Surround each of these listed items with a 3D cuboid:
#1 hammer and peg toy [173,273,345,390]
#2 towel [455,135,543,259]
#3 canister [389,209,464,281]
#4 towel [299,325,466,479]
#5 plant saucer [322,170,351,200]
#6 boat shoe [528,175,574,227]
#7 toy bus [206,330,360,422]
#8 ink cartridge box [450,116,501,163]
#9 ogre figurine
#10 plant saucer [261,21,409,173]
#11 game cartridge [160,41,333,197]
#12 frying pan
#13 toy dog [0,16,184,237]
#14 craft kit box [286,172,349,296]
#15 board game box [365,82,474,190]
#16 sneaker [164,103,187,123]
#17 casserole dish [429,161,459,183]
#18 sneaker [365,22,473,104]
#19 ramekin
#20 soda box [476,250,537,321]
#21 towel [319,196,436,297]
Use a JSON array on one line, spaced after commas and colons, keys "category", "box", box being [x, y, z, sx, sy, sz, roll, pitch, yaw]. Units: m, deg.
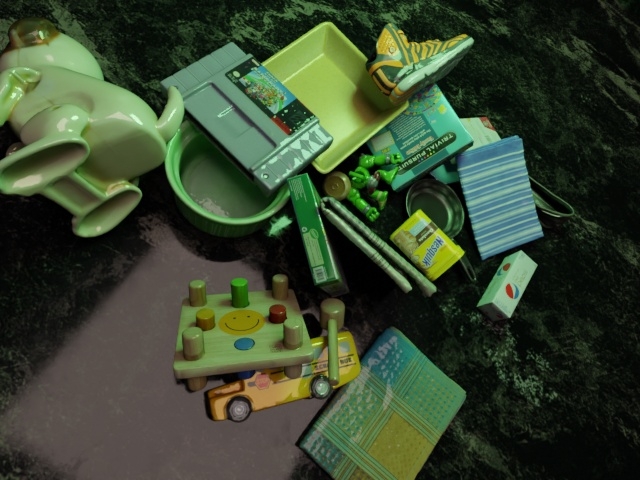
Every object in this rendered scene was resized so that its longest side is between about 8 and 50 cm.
[{"category": "hammer and peg toy", "box": [-0.106, 0.175, 0.859, 0.362, 0.266, 0.127, -3, 113, -12]}, {"category": "towel", "box": [0.554, -0.134, 1.275, 0.243, 0.040, 0.335, -18, 96, -16]}, {"category": "canister", "box": [0.293, 0.012, 1.158, 0.170, 0.073, 0.126, 46, 105, 4]}, {"category": "towel", "box": [0.160, 0.426, 0.997, 0.271, 0.040, 0.370, 43, 65, 2]}, {"category": "plant saucer", "box": [0.042, -0.150, 1.156, 0.083, 0.083, 0.015, 49, 21, 3]}, {"category": "boat shoe", "box": [0.681, -0.170, 1.368, 0.335, 0.095, 0.112, 37, 67, -3]}, {"category": "toy bus", "box": [-0.082, 0.301, 0.920, 0.333, 0.108, 0.130, -7, 73, -21]}, {"category": "ink cartridge box", "box": [0.479, -0.323, 1.333, 0.175, 0.072, 0.127, -10, 67, -24]}, {"category": "ogre figurine", "box": [0.142, -0.166, 1.170, 0.118, 0.196, 0.097, 24, 22, 14]}, {"category": "plant saucer", "box": [0.009, -0.371, 1.106, 0.333, 0.081, 0.332, -41, 84, -17]}, {"category": "game cartridge", "box": [-0.164, -0.295, 0.973, 0.355, 0.068, 0.230, 44, 69, 4]}, {"category": "frying pan", "box": [0.385, -0.045, 1.245, 0.326, 0.053, 0.197, 47, 64, 0]}, {"category": "toy dog", "box": [-0.534, -0.284, 0.877, 0.395, 0.284, 0.408, -41, 69, 1]}, {"category": "craft kit box", "box": [0.000, 0.000, 0.992, 0.061, 0.246, 0.249, -16, 75, 3]}, {"category": "board game box", "box": [0.244, -0.351, 1.218, 0.254, 0.079, 0.335, -32, 81, 17]}, {"category": "sneaker", "box": [-0.308, -0.346, 1.118, 0.212, 0.080, 0.094, 4, 57, -25]}, {"category": "casserole dish", "box": [0.414, -0.232, 1.335, 0.189, 0.037, 0.114, -12, 74, -23]}, {"category": "sneaker", "box": [0.252, -0.502, 1.087, 0.321, 0.124, 0.180, -36, 83, -24]}, {"category": "ramekin", "box": [-0.221, -0.154, 1.023, 0.304, 0.148, 0.303, 7, 68, -17]}, {"category": "soda box", "box": [0.550, 0.132, 1.221, 0.069, 0.074, 0.216, 43, 63, 0]}, {"category": "towel", "box": [0.127, 0.011, 1.021, 0.324, 0.312, 0.056, 40, 96, -1]}]
